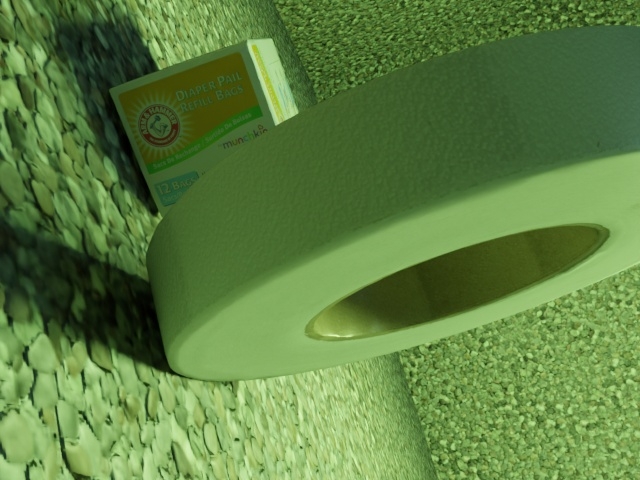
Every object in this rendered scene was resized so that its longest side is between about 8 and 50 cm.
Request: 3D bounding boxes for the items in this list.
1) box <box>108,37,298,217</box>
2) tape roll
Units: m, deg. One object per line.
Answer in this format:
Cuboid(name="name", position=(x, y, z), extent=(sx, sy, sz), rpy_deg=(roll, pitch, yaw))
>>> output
Cuboid(name="box", position=(-0.084, -0.106, 0.617), extent=(0.203, 0.114, 0.103), rpy_deg=(-89, 160, -74))
Cuboid(name="tape roll", position=(0.082, 0.003, 0.486), extent=(0.392, 0.391, 0.072), rpy_deg=(51, 20, -70))
